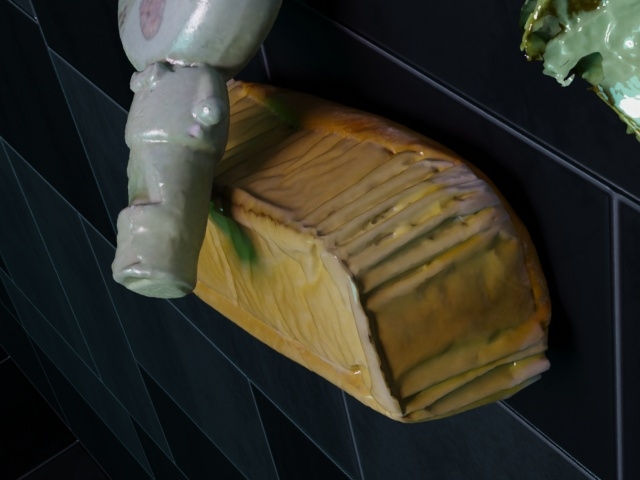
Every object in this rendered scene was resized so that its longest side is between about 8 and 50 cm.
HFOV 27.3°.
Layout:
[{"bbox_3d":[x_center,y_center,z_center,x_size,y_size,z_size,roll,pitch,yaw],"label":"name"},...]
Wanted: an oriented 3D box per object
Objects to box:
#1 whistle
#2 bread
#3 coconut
[{"bbox_3d":[-0.068,-0.097,0.715,0.126,0.067,0.258,-14,64,54],"label":"whistle"},{"bbox_3d":[0.000,0.000,0.773,0.288,0.119,0.153,25,139,53],"label":"bread"},{"bbox_3d":[0.131,-0.071,0.463,0.133,0.055,0.158,27,142,56],"label":"coconut"}]
